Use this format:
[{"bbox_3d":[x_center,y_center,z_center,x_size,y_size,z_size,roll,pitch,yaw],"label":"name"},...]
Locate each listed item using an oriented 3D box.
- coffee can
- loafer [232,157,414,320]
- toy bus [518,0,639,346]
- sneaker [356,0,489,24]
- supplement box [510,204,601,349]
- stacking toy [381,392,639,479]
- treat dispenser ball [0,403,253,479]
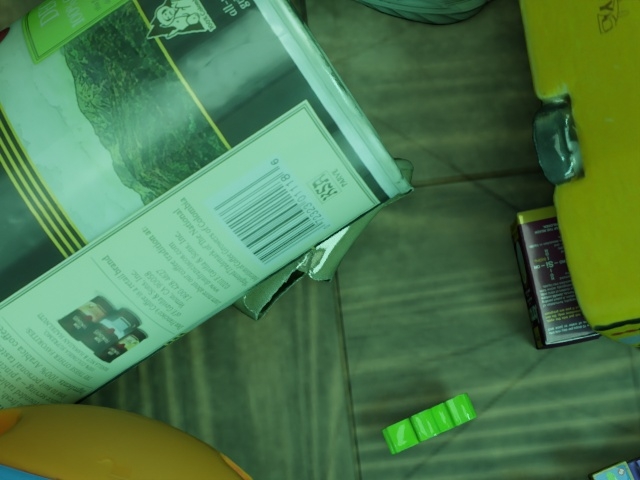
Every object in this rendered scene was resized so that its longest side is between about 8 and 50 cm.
[{"bbox_3d":[-0.118,-0.037,0.754,0.275,0.201,0.201,-33,82,5],"label":"coffee can"},{"bbox_3d":[0.000,0.000,0.842,0.148,0.056,0.050,-32,83,6],"label":"loafer"},{"bbox_3d":[0.184,-0.115,0.777,0.108,0.130,0.332,-15,72,26],"label":"toy bus"},{"bbox_3d":[-0.018,-0.214,0.839,0.283,0.122,0.110,5,81,2],"label":"sneaker"},{"bbox_3d":[0.148,0.022,0.834,0.043,0.055,0.083,-12,81,1],"label":"supplement box"},{"bbox_3d":[0.171,0.151,0.819,0.221,0.052,0.167,-22,80,0],"label":"stacking toy"},{"bbox_3d":[-0.129,0.221,0.639,0.288,0.288,0.288,0,81,1],"label":"treat dispenser ball"}]
